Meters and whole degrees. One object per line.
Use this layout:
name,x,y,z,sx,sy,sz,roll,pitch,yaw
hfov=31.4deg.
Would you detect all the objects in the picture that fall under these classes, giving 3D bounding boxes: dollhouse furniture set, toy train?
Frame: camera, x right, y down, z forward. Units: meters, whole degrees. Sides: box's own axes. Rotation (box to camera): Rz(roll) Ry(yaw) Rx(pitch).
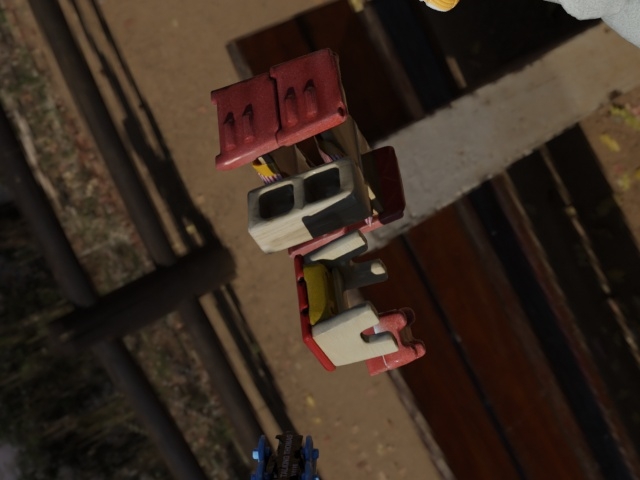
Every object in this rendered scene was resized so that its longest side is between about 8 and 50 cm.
dollhouse furniture set,0.000,0.000,1.208,0.201,0.152,0.374,54,-157,-47
toy train,-0.040,0.295,1.284,0.184,0.080,0.105,-83,-8,-64

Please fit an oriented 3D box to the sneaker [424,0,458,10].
sneaker,0.148,-0.310,1.139,0.084,0.215,0.083,28,133,-5

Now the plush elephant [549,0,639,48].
plush elephant,0.279,-0.260,0.852,0.255,0.272,0.330,82,176,-64
